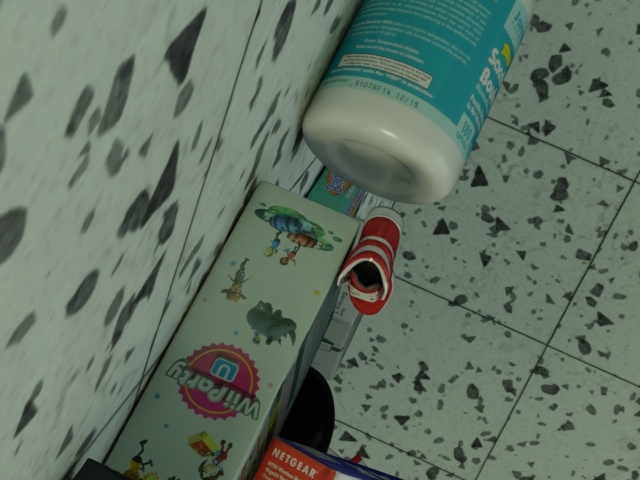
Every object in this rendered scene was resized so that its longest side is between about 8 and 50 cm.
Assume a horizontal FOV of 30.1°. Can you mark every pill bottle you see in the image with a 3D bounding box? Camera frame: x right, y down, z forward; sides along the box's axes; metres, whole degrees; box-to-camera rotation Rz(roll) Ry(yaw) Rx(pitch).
[{"bbox_3d":[0.099,-0.175,1.065,0.146,0.146,0.264,97,18,-72],"label":"pill bottle"}]

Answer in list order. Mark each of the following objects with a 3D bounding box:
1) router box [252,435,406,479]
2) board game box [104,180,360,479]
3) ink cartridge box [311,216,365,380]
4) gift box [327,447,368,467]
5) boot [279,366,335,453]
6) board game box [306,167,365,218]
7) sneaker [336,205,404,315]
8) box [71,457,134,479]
[{"bbox_3d":[0.032,0.355,1.026,0.335,0.082,0.301,29,83,-44],"label":"router box"},{"bbox_3d":[-0.079,0.135,0.981,0.224,0.097,0.303,101,13,-63],"label":"board game box"},{"bbox_3d":[0.020,0.080,1.687,0.219,0.092,0.160,103,12,-62],"label":"ink cartridge box"},{"bbox_3d":[-0.056,0.462,1.861,0.255,0.276,0.258,-40,161,-47],"label":"gift box"},{"bbox_3d":[-0.072,0.256,1.371,0.260,0.131,0.348,104,12,-61],"label":"boot"},{"bbox_3d":[0.000,0.000,1.390,0.160,0.047,0.210,-58,171,-50],"label":"board game box"},{"bbox_3d":[0.037,0.035,0.949,0.118,0.042,0.067,97,12,-47],"label":"sneaker"},{"bbox_3d":[-0.173,0.287,0.701,0.184,0.103,0.261,-66,175,34],"label":"box"}]
